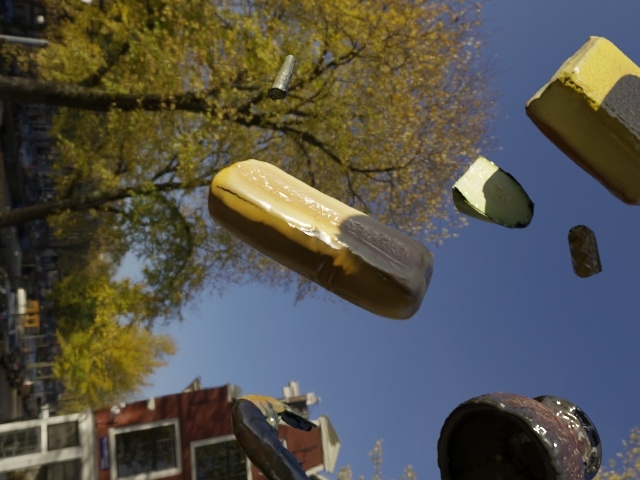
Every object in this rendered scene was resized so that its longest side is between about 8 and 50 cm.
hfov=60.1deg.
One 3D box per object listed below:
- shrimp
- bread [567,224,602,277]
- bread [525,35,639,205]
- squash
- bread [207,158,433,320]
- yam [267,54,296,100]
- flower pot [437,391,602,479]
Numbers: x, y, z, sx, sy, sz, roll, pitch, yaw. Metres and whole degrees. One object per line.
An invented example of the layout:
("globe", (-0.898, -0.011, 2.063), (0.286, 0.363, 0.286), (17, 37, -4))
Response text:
("shrimp", (-0.024, 0.333, 0.836), (0.051, 0.198, 0.262), (-49, -112, 14))
("bread", (0.566, 0.020, 1.190), (0.060, 0.066, 0.111), (-10, -85, 50))
("bread", (0.642, -0.271, 1.216), (0.333, 0.323, 0.143), (46, -39, 6))
("squash", (0.379, -0.080, 1.245), (0.184, 0.192, 0.085), (42, -41, 8))
("bread", (0.000, 0.000, 0.718), (0.091, 0.305, 0.142), (-65, 172, 27))
("yam", (-0.064, -0.284, 0.946), (0.130, 0.033, 0.027), (-81, 166, -45))
("flower pot", (0.412, 0.424, 1.100), (0.266, 0.267, 0.267), (-1, -91, 47))
